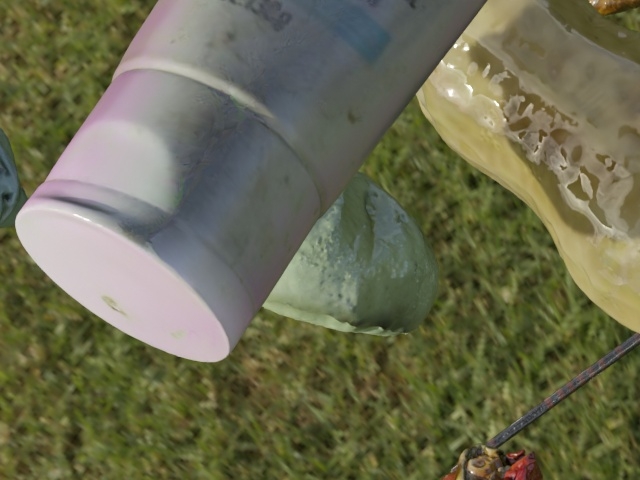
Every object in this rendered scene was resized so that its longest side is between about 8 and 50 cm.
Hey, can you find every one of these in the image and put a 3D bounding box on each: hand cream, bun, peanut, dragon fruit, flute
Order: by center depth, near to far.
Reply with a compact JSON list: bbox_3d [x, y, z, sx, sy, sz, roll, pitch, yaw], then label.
[{"bbox_3d":[0.027,-0.106,0.443,0.111,0.070,0.312,30,67,3],"label":"hand cream"},{"bbox_3d":[0.132,-0.070,0.772,0.130,0.130,0.290,-41,69,-2],"label":"peanut"},{"bbox_3d":[0.116,0.218,1.097,0.092,0.192,0.122,0,71,-3],"label":"dragon fruit"},{"bbox_3d":[0.000,0.000,1.105,0.195,0.195,0.118,19,91,29],"label":"bun"},{"bbox_3d":[0.245,0.168,1.532,0.269,0.014,0.014,-38,56,10],"label":"flute"}]

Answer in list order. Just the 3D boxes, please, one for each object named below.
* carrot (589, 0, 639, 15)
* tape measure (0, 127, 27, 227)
[{"bbox_3d":[0.450,-0.335,1.754,0.314,0.066,0.066,-18,58,21],"label":"carrot"},{"bbox_3d":[-0.220,-0.026,0.545,0.200,0.106,0.175,32,92,-3],"label":"tape measure"}]
